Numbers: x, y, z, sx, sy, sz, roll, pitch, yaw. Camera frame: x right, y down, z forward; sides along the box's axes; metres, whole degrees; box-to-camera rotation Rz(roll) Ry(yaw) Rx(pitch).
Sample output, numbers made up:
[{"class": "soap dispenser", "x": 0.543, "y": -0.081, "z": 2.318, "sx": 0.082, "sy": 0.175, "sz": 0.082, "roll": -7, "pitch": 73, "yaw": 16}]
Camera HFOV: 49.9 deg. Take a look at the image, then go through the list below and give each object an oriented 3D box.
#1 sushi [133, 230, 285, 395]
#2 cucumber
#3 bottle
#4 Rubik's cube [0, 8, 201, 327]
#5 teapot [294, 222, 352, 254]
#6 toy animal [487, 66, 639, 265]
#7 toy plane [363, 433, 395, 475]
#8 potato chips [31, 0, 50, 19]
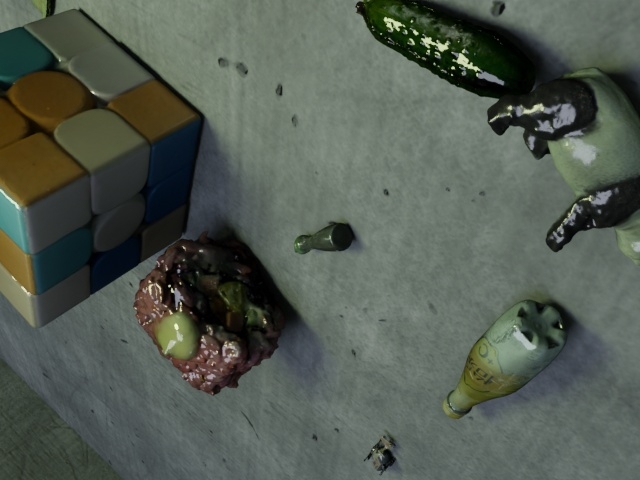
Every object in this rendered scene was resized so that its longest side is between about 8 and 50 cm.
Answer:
[{"class": "sushi", "x": -0.195, "y": 0.131, "z": 1.226, "sx": 0.270, "sy": 0.236, "sz": 0.171, "roll": 54, "pitch": 135, "yaw": 4}, {"class": "cucumber", "x": 0.126, "y": -0.212, "z": 0.734, "sx": 0.227, "sy": 0.069, "sz": 0.069, "roll": 35, "pitch": 141, "yaw": 28}, {"class": "bottle", "x": 0.230, "y": 0.173, "z": 0.923, "sx": 0.083, "sy": 0.083, "sz": 0.270, "roll": 42, "pitch": 144, "yaw": 13}, {"class": "Rubik's cube", "x": -0.458, "y": -0.127, "z": 1.191, "sx": 0.344, "sy": 0.347, "sz": 0.347, "roll": 42, "pitch": 143, "yaw": 15}, {"class": "teapot", "x": 0.000, "y": 0.000, "z": 1.062, "sx": 0.110, "sy": 0.042, "sz": 0.043, "roll": -10, "pitch": 112, "yaw": 53}, {"class": "toy animal", "x": 0.271, "y": -0.066, "z": 0.681, "sx": 0.121, "sy": 0.094, "sz": 0.225, "roll": -20, "pitch": 103, "yaw": 43}, {"class": "toy plane", "x": 0.114, "y": 0.400, "z": 1.282, "sx": 0.049, "sy": 0.031, "sz": 0.121, "roll": 46, "pitch": 147, "yaw": 22}, {"class": "potato chips", "x": -0.526, "y": -0.495, "z": 1.229, "sx": 0.142, "sy": 0.026, "sz": 0.209, "roll": 13, "pitch": 131, "yaw": 36}]
